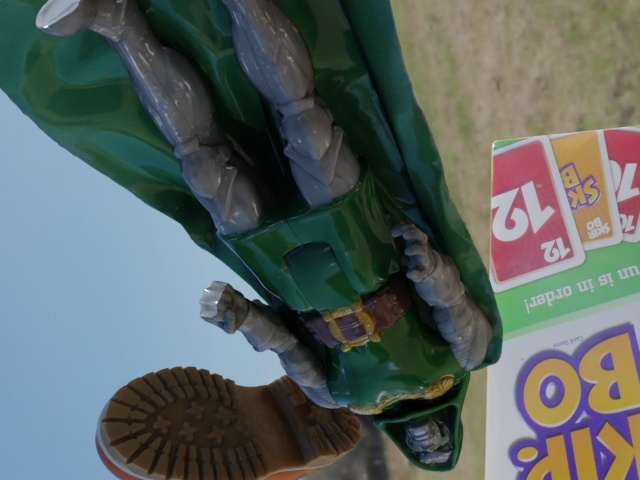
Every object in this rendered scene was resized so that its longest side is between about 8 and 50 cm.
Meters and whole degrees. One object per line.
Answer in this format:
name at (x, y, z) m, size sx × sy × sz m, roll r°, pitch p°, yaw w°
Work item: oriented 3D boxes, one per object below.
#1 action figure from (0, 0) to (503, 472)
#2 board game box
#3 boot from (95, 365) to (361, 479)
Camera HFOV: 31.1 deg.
action figure at (0.000, 0.000, 0.385) m, size 0.232 × 0.137 × 0.063 m, roll 57°, pitch -154°, yaw -35°
board game box at (0.147, 0.066, 0.579) m, size 0.039 × 0.124 × 0.260 m, roll 38°, pitch -129°, yaw -60°
boot at (-0.056, 0.104, 0.543) m, size 0.158 × 0.084 × 0.059 m, roll 13°, pitch -133°, yaw -52°
